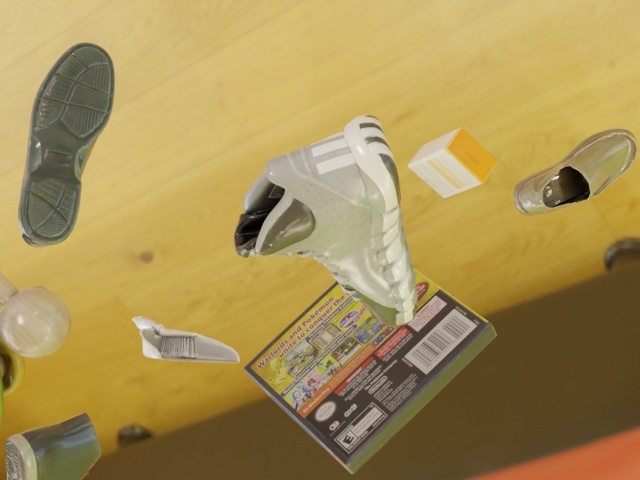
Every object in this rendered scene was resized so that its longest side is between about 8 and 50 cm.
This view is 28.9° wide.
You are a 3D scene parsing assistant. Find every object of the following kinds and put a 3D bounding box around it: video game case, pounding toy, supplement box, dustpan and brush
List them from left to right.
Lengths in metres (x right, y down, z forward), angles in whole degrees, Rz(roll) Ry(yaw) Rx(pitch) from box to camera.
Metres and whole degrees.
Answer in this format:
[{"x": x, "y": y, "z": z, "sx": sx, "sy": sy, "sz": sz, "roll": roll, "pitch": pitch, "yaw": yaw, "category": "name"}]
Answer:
[{"x": -0.293, "y": 0.080, "z": 0.985, "sx": 0.183, "sy": 0.110, "sz": 0.237, "roll": 43, "pitch": 116, "yaw": 7, "category": "pounding toy"}, {"x": -0.237, "y": 0.151, "z": 1.923, "sx": 0.211, "sy": 0.147, "sz": 0.060, "roll": 0, "pitch": 85, "yaw": 51, "category": "dustpan and brush"}, {"x": 0.065, "y": 0.155, "z": 1.728, "sx": 0.248, "sy": 0.275, "sz": 0.035, "roll": 37, "pitch": 165, "yaw": 43, "category": "video game case"}, {"x": 0.152, "y": -0.089, "z": 1.434, "sx": 0.062, "sy": 0.036, "sz": 0.098, "roll": 41, "pitch": 158, "yaw": -13, "category": "supplement box"}]

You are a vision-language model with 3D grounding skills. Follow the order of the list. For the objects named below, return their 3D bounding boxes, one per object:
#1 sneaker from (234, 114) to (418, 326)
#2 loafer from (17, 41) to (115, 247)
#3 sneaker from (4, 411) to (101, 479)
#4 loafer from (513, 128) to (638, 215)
[{"x": 0.000, "y": 0.000, "z": 0.985, "sx": 0.132, "sy": 0.086, "sz": 0.228, "roll": -16, "pitch": 138, "yaw": -2, "category": "sneaker"}, {"x": -0.332, "y": -0.120, "z": 1.564, "sx": 0.096, "sy": 0.267, "sz": 0.084, "roll": 19, "pitch": 163, "yaw": -23, "category": "loafer"}, {"x": -0.355, "y": 0.336, "z": 1.673, "sx": 0.083, "sy": 0.118, "sz": 0.222, "roll": 41, "pitch": 135, "yaw": 36, "category": "sneaker"}, {"x": 0.272, "y": -0.066, "z": 1.285, "sx": 0.148, "sy": 0.050, "sz": 0.056, "roll": -32, "pitch": 110, "yaw": -8, "category": "loafer"}]
